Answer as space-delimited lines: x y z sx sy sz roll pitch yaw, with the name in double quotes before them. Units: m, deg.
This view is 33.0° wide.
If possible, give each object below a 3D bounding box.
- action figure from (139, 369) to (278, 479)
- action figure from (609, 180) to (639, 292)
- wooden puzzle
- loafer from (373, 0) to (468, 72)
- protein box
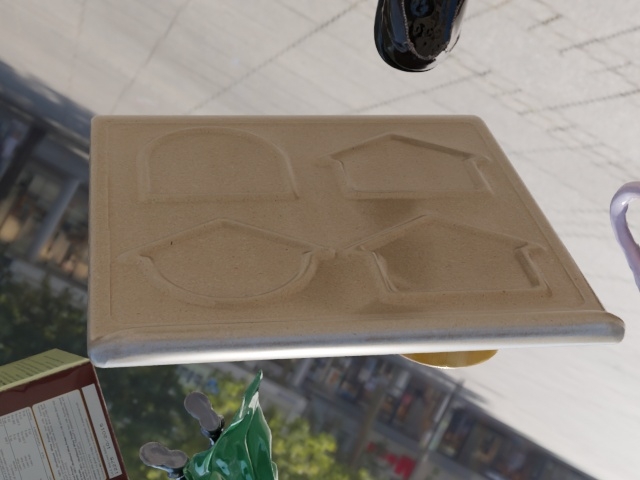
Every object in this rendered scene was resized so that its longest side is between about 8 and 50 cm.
"action figure" -0.077 0.205 0.842 0.063 0.137 0.232 30 152 28
"action figure" 0.312 -0.076 0.763 0.248 0.275 0.370 64 -164 6
"wooden puzzle" 0.000 0.000 0.768 0.322 0.081 0.348 -1 -152 -11
"loafer" 0.088 -0.223 0.761 0.080 0.220 0.078 0 -162 -10
"protein box" -0.312 0.202 1.027 0.201 0.136 0.199 -18 -175 -23
